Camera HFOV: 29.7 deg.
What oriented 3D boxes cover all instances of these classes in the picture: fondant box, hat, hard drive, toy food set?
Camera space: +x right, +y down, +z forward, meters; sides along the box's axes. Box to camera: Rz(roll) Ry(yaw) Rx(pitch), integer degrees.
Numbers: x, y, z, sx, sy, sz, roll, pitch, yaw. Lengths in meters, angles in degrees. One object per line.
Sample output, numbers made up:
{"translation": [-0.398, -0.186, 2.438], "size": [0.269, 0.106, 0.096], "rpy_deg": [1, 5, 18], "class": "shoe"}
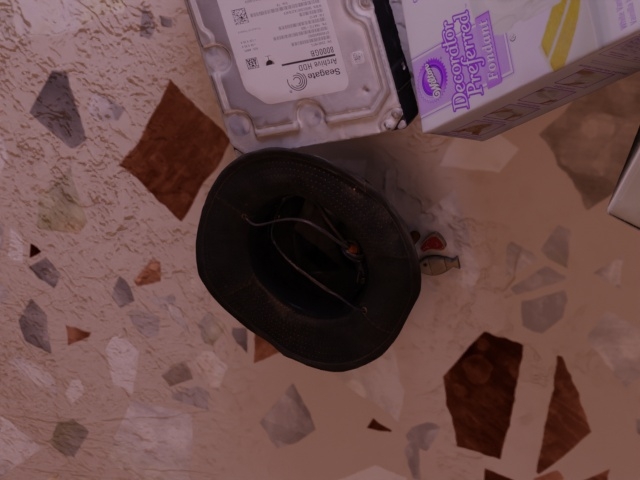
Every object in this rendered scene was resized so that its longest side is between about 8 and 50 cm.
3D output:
{"translation": [0.225, -0.266, 1.231], "size": [0.330, 0.096, 0.238], "rpy_deg": [-24, 70, 51], "class": "fondant box"}
{"translation": [0.000, 0.000, 1.547], "size": [0.331, 0.134, 0.331], "rpy_deg": [15, 128, 20], "class": "hat"}
{"translation": [-0.041, -0.275, 1.408], "size": [0.237, 0.064, 0.338], "rpy_deg": [-7, 112, 25], "class": "hard drive"}
{"translation": [0.116, 0.020, 1.583], "size": [0.122, 0.019, 0.078], "rpy_deg": [-16, 108, 28], "class": "toy food set"}

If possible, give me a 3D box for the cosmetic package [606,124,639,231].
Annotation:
{"translation": [0.395, -0.124, 1.225], "size": [0.113, 0.309, 0.160], "rpy_deg": [27, 121, 7], "class": "cosmetic package"}
